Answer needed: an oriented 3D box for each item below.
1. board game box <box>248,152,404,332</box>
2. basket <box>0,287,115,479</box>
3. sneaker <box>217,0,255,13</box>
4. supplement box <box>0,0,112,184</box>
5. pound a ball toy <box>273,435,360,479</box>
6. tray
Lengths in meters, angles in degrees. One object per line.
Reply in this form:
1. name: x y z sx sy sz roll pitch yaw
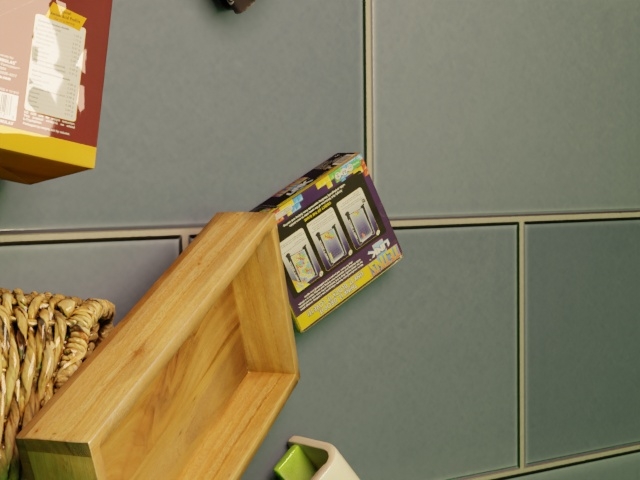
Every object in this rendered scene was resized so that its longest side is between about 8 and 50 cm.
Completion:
1. board game box: 0.000 0.000 1.385 0.170 0.048 0.141 -35 113 -30
2. basket: -0.264 0.194 1.104 0.223 0.213 0.299 12 85 -34
3. sneaker: -0.131 -0.307 1.232 0.321 0.125 0.180 -27 106 -31
4. supplement box: -0.302 -0.167 1.073 0.191 0.129 0.194 12 78 -38
5. pound a ball toy: 0.022 0.406 1.365 0.208 0.136 0.319 -46 116 -25
6. tray: -0.130 0.151 1.137 0.411 0.076 0.202 -56 143 -58
